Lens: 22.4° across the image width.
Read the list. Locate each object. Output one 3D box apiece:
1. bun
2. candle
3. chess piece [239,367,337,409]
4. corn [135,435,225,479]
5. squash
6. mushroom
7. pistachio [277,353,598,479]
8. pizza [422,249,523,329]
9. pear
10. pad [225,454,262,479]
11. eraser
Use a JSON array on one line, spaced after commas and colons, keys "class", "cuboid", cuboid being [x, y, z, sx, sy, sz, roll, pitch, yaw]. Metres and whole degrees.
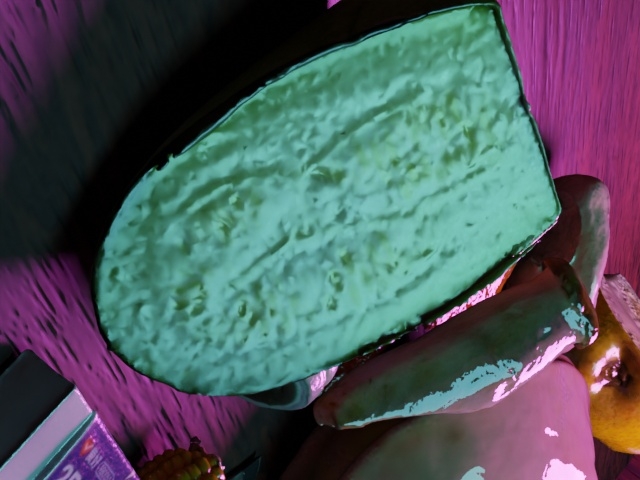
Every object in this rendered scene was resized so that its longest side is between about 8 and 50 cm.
[{"class": "bun", "cuboid": [0.266, 0.028, 1.895, 0.210, 0.116, 0.237, -79, 178, -52]}, {"class": "candle", "cuboid": [0.041, 0.109, 1.691, 0.162, 0.048, 0.053, -40, 125, -36]}, {"class": "chess piece", "cuboid": [0.000, 0.000, 1.355, 0.271, 0.139, 0.139, -57, 162, -28]}, {"class": "corn", "cuboid": [-0.200, 0.297, 1.392, 0.313, 0.102, 0.102, -39, 154, -26]}, {"class": "squash", "cuboid": [-0.010, -0.021, 1.157, 0.309, 0.210, 0.233, -43, 125, -37]}, {"class": "mushroom", "cuboid": [0.145, 0.125, 1.636, 0.333, 0.087, 0.107, -28, 105, -25]}, {"class": "pistachio", "cuboid": [0.141, 0.265, 1.840, 0.446, 0.281, 0.365, 0, 128, -45]}, {"class": "pizza", "cuboid": [0.142, 0.001, 1.679, 0.189, 0.071, 0.297, -65, 158, 9]}, {"class": "pear", "cuboid": [0.386, 0.181, 2.227, 0.176, 0.286, 0.282, -40, 163, 16]}, {"class": "pad", "cuboid": [-0.135, 0.340, 1.685, 0.174, 0.022, 0.233, -31, 148, -44]}, {"class": "eraser", "cuboid": [-0.215, 0.178, 1.216, 0.124, 0.068, 0.210, -47, 157, -17]}]
